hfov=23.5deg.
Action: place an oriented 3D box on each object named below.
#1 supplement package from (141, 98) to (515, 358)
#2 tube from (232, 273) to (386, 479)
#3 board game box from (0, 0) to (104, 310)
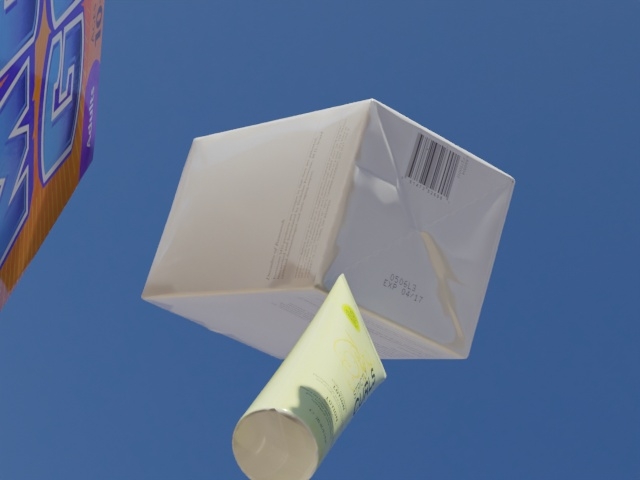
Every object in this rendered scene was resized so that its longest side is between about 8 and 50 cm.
[{"bbox_3d":[0.000,0.000,1.404,0.293,0.177,0.175,-6,-117,54],"label":"supplement package"},{"bbox_3d":[0.003,0.101,1.118,0.062,0.240,0.070,22,-69,9],"label":"tube"},{"bbox_3d":[-0.319,-0.165,0.800,0.356,0.356,0.356,8,-66,1],"label":"board game box"}]
